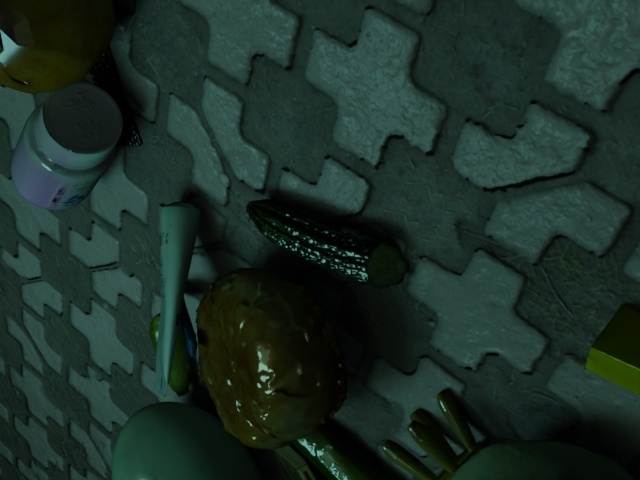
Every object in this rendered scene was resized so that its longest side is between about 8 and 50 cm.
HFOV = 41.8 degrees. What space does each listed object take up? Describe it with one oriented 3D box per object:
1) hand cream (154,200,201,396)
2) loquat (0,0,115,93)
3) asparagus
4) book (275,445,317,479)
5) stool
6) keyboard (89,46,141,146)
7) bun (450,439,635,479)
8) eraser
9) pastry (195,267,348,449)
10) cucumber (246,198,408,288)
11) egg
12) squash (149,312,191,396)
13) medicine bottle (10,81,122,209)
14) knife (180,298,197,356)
[{"bbox_3d":[-0.252,0.093,1.394,0.109,0.067,0.320,174,104,-70],"label":"hand cream"},{"bbox_3d":[-0.419,-0.338,1.240,0.235,0.235,0.235,23,131,29],"label":"loquat"},{"bbox_3d":[0.020,0.375,1.466,0.343,0.082,0.085,37,140,18],"label":"asparagus"},{"bbox_3d":[-0.005,0.490,1.562,0.231,0.026,0.161,61,164,-11],"label":"book"},{"bbox_3d":[0.174,0.308,1.258,0.135,0.134,0.110,-42,80,4],"label":"stool"},{"bbox_3d":[-0.352,-0.247,1.402,0.060,0.018,0.195,6,122,36],"label":"keyboard"},{"bbox_3d":[0.306,0.382,1.147,0.293,0.187,0.293,6,113,14],"label":"bun"},{"bbox_3d":[0.381,0.136,0.961,0.122,0.097,0.045,24,134,28],"label":"eraser"},{"bbox_3d":[-0.068,0.178,1.321,0.284,0.184,0.315,58,146,23],"label":"pastry"},{"bbox_3d":[0.000,0.001,1.229,0.265,0.077,0.077,21,130,32],"label":"cucumber"},{"bbox_3d":[-0.253,0.496,1.645,0.276,0.276,0.389,-20,104,47],"label":"egg"},{"bbox_3d":[-0.290,0.226,1.645,0.066,0.066,0.201,16,128,33],"label":"squash"},{"bbox_3d":[-0.429,-0.156,1.414,0.152,0.152,0.254,55,146,-3],"label":"medicine bottle"},{"bbox_3d":[-0.237,0.129,1.435,0.296,0.026,0.044,-135,44,-70],"label":"knife"}]
